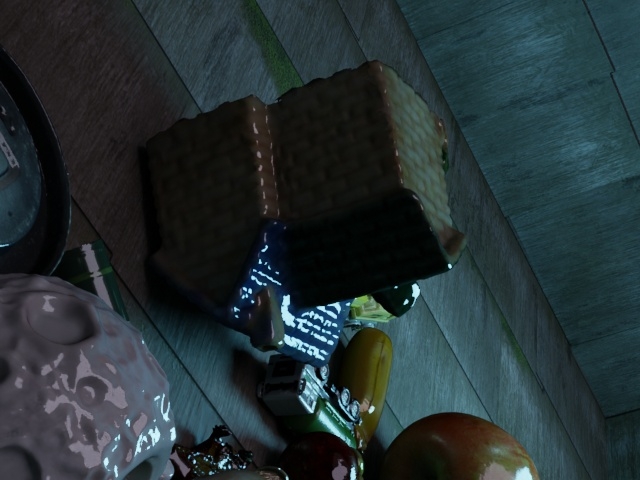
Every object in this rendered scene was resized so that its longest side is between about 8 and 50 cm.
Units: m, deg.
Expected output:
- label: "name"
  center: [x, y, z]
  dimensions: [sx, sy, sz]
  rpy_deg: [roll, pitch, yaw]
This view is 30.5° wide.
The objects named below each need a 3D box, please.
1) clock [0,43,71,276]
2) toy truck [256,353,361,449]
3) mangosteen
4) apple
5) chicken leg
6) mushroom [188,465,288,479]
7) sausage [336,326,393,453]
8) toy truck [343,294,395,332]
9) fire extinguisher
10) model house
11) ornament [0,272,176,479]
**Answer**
- label: "clock"
  center: [-0.450, -0.105, 1.417]
  dimensions: [0.386, 0.076, 0.386]
  rpy_deg: [49, 30, -43]
- label: "toy truck"
  center: [-0.014, 0.303, 2.078]
  dimensions: [0.242, 0.101, 0.125]
  rpy_deg: [55, 39, -40]
- label: "mangosteen"
  center: [0.017, 0.391, 1.973]
  dimensions: [0.181, 0.146, 0.156]
  rpy_deg: [1, 43, -31]
- label: "apple"
  center: [0.265, 0.494, 2.298]
  dimensions: [0.277, 0.319, 0.319]
  rpy_deg: [9, 63, -46]
- label: "chicken leg"
  center: [-0.171, 0.333, 1.730]
  dimensions: [0.234, 0.063, 0.105]
  rpy_deg: [-3, 72, -66]
- label: "mushroom"
  center: [-0.142, 0.367, 1.642]
  dimensions: [0.223, 0.081, 0.092]
  rpy_deg: [-17, 97, -40]
- label: "sausage"
  center: [0.079, 0.300, 2.276]
  dimensions: [0.112, 0.112, 0.328]
  rpy_deg: [58, 26, -28]
- label: "toy truck"
  center: [0.070, 0.098, 2.318]
  dimensions: [0.272, 0.157, 0.124]
  rpy_deg: [16, 59, -54]
- label: "fire extinguisher"
  center: [-0.290, 0.151, 1.568]
  dimensions: [0.118, 0.093, 0.294]
  rpy_deg: [-24, 96, -68]
- label: "model house"
  center: [0.000, 0.000, 1.898]
  dimensions: [0.395, 0.445, 0.400]
  rpy_deg: [41, 35, -55]
- label: "ornament"
  center: [-0.320, 0.190, 1.169]
  dimensions: [0.337, 0.337, 0.337]
  rpy_deg: [48, 31, -43]
